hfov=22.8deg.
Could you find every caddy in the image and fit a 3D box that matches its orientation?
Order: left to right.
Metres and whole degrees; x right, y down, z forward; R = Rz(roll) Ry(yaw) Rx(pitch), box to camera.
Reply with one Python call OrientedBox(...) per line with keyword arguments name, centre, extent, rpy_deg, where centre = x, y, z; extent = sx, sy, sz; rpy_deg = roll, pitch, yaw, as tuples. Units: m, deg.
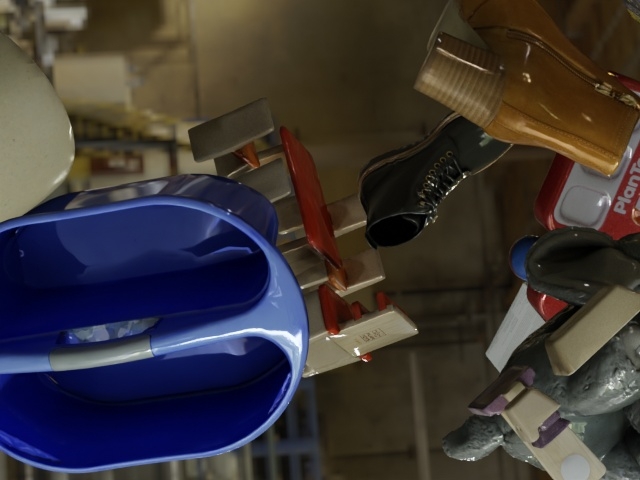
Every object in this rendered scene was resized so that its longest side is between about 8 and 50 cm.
OrientedBox(name="caddy", centre=(-0.172, 0.075, 1.410), extent=(0.179, 0.341, 0.241), rpy_deg=(-58, 138, -72))

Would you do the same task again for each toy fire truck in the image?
OrientedBox(name="toy fire truck", centre=(0.331, -0.010, 1.692), extent=(0.302, 0.254, 0.169), rpy_deg=(-66, -155, 13))

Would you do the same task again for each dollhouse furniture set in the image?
OrientedBox(name="dollhouse furniture set", centre=(0.000, 0.000, 1.661), extent=(0.262, 0.135, 0.259), rpy_deg=(42, 29, -57))
OrientedBox(name="dollhouse furniture set", centre=(0.156, 0.084, 0.857), extent=(0.081, 0.114, 0.091), rpy_deg=(49, -9, -2))

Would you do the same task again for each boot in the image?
OrientedBox(name="boot", centre=(0.132, -0.063, 1.658), extent=(0.077, 0.198, 0.137), rpy_deg=(51, 18, -23))
OrientedBox(name="boot", centre=(0.210, -0.168, 1.499), extent=(0.295, 0.211, 0.104), rpy_deg=(-68, -177, -54))

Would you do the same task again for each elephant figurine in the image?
OrientedBox(name="elephant figurine", centre=(0.225, 0.062, 1.175), extent=(0.169, 0.186, 0.239), rpy_deg=(124, -12, -48))

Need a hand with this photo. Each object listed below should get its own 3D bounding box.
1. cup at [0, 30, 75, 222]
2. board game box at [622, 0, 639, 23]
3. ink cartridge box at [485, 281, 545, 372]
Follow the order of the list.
OrientedBox(name="cup", centre=(-0.515, -0.110, 2.003), extent=(0.237, 0.331, 0.331), rpy_deg=(-56, 161, -38))
OrientedBox(name="board game box", centre=(0.399, -0.302, 1.895), extent=(0.141, 0.048, 0.170), rpy_deg=(50, 5, -32))
OrientedBox(name="ink cartridge box", centre=(0.321, 0.166, 2.238), extent=(0.179, 0.045, 0.145), rpy_deg=(51, -47, 35))
